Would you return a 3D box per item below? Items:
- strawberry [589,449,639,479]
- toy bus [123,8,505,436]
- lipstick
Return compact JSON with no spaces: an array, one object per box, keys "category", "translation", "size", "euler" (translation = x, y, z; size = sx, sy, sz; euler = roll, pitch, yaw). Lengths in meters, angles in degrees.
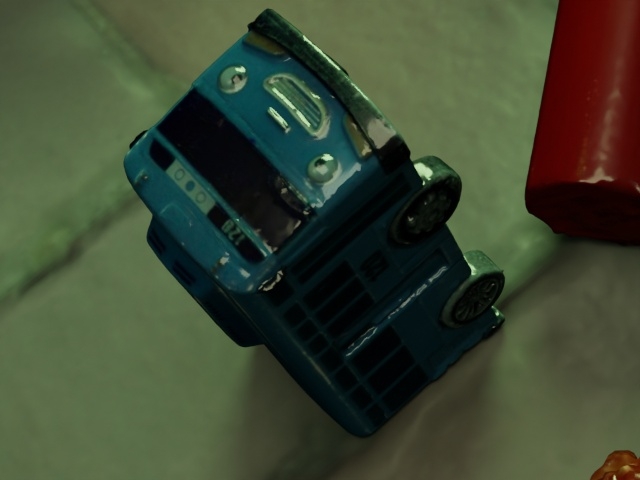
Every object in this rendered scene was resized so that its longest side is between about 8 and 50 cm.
[{"category":"strawberry","translation":[0.156,0.147,0.656],"size":[0.187,0.184,0.201],"euler":[-41,33,14]},{"category":"toy bus","translation":[0.000,0.000,0.756],"size":[0.106,0.184,0.090],"euler":[-40,60,-3]},{"category":"lipstick","translation":[0.146,-0.135,0.846],"size":[0.073,0.073,0.279],"euler":[5,67,18]}]
